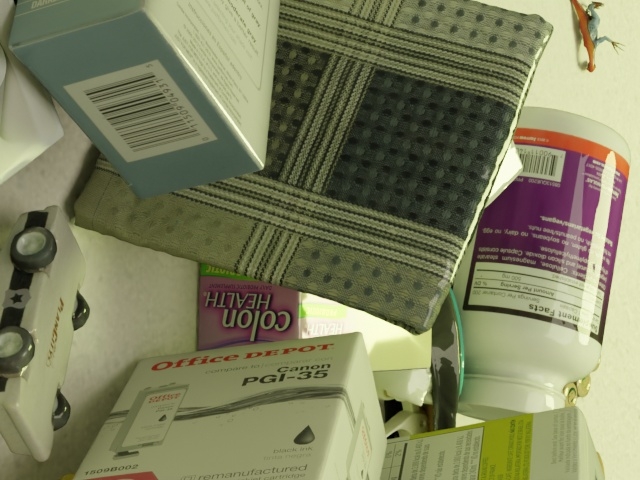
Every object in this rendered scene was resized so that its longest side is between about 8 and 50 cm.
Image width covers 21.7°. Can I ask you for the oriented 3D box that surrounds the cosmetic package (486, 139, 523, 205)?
[{"bbox_3d":[0.105,-0.145,1.677,0.085,0.117,0.231,-44,124,-31],"label":"cosmetic package"}]

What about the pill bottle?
[{"bbox_3d":[0.222,0.031,1.791,0.181,0.181,0.323,27,70,-50],"label":"pill bottle"}]

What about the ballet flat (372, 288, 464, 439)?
[{"bbox_3d":[0.095,0.173,1.703,0.096,0.095,0.281,-9,99,-41],"label":"ballet flat"}]

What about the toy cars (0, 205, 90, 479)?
[{"bbox_3d":[-0.229,0.173,1.267,0.176,0.087,0.394,-15,102,-80],"label":"toy cars"}]

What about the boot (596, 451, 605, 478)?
[{"bbox_3d":[0.178,0.342,1.730,0.104,0.211,0.295,85,16,-65],"label":"boot"}]

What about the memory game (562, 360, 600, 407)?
[{"bbox_3d":[0.300,0.117,2.039,0.186,0.012,0.186,-2,93,-53],"label":"memory game"}]

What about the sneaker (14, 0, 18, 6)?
[{"bbox_3d":[-0.200,-0.157,1.305,0.188,0.078,0.067,-8,97,-53],"label":"sneaker"}]

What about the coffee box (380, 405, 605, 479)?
[{"bbox_3d":[0.102,0.394,1.433,0.338,0.334,0.338,-74,148,-60],"label":"coffee box"}]

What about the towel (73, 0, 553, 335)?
[{"bbox_3d":[-0.006,-0.097,1.395,0.056,0.324,0.312,80,30,-65],"label":"towel"}]

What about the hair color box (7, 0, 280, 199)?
[{"bbox_3d":[-0.117,-0.240,1.284,0.185,0.113,0.375,54,32,-46],"label":"hair color box"}]

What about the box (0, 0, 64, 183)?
[{"bbox_3d":[-0.325,-0.130,1.103,0.231,0.126,0.262,-45,126,-45],"label":"box"}]

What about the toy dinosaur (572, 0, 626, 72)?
[{"bbox_3d":[0.328,-0.252,2.063,0.090,0.047,0.082,15,87,-19],"label":"toy dinosaur"}]

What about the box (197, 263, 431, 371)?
[{"bbox_3d":[0.000,0.000,1.546,0.213,0.117,0.243,2,89,-54],"label":"box"}]

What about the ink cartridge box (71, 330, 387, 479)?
[{"bbox_3d":[-0.071,0.188,1.303,0.283,0.207,0.117,-70,150,-67],"label":"ink cartridge box"}]
